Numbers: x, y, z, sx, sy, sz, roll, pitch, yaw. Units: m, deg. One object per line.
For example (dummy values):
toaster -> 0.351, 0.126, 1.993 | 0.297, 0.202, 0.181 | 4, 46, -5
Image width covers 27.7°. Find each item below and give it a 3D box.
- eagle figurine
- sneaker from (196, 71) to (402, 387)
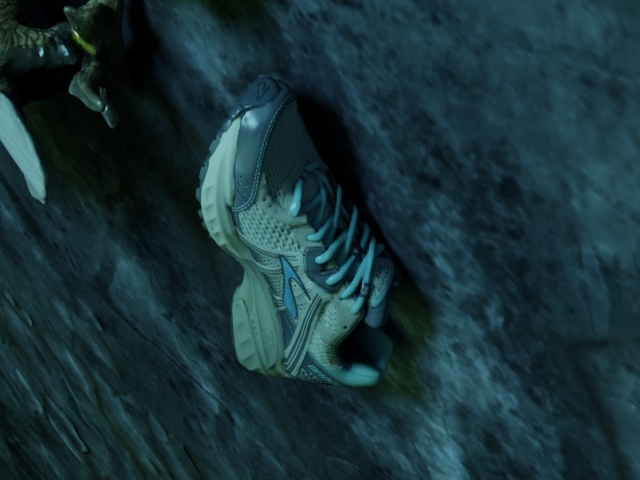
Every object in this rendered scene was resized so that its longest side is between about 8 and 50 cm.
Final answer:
eagle figurine -> -0.296, -0.164, 1.021 | 0.225, 0.298, 0.226 | -79, -4, -76
sneaker -> 0.000, 0.000, 0.920 | 0.122, 0.110, 0.283 | 16, 143, 23
